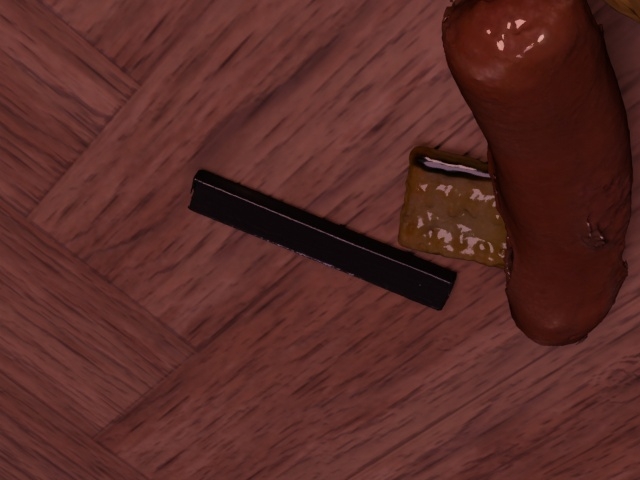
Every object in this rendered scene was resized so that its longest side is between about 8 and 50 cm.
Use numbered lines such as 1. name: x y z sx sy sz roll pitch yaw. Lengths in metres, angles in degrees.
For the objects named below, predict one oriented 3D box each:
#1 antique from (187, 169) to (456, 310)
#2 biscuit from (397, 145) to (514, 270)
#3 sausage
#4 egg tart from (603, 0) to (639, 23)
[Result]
1. antique: 0.000 0.000 0.797 0.192 0.015 0.031 23 131 1
2. biscuit: 0.094 -0.020 0.749 0.083 0.018 0.081 12 129 10
3. sausage: 0.129 -0.033 0.639 0.087 0.079 0.327 -37 147 -6
4. egg tart: 0.263 -0.243 0.419 0.443 0.178 0.443 11 130 13
